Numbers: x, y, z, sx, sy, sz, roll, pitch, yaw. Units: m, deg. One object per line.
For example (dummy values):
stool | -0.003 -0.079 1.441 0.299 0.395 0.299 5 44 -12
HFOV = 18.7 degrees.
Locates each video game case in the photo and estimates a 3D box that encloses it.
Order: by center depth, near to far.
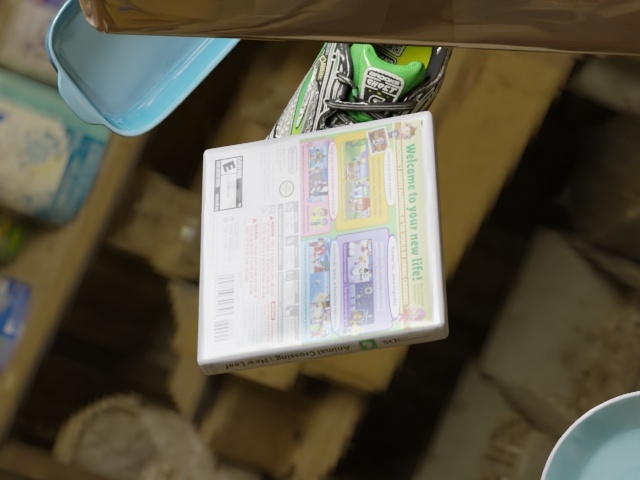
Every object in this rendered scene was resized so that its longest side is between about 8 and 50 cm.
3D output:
video game case | 0.000 0.000 1.530 0.023 0.193 0.212 67 -162 -51

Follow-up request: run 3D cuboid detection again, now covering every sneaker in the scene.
sneaker | 0.018 -0.096 1.652 0.146 0.134 0.344 121 171 -77

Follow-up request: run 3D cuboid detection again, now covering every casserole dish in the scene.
casserole dish | -0.124 -0.160 1.406 0.188 0.114 0.037 -49 27 -20

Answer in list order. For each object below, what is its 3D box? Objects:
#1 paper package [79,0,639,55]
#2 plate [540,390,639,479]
paper package | 0.055 -0.248 0.856 0.168 0.324 0.310 96 175 -72
plate | 0.264 0.209 1.534 0.024 0.188 0.188 -92 23 -87
